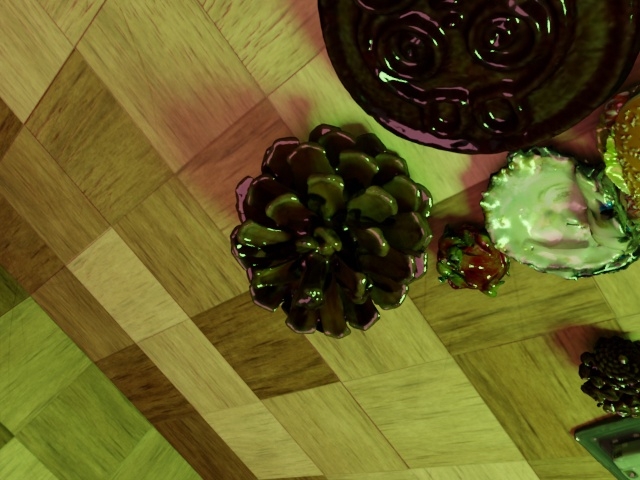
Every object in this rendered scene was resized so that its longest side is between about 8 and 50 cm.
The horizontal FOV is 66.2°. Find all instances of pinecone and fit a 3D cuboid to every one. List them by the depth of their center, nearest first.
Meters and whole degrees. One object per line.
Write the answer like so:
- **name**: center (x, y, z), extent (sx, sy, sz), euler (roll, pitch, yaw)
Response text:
- **pinecone**: center (0.000, 0.000, 0.817), extent (0.384, 0.384, 0.385), euler (14, 127, 20)
- **pinecone**: center (0.520, 0.240, 0.846), extent (0.140, 0.140, 0.121), euler (12, 137, 21)

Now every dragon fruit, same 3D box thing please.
- **dragon fruit**: center (0.257, 0.037, 0.876), extent (0.142, 0.175, 0.138), euler (55, 126, 27)

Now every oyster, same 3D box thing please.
- **oyster**: center (0.381, -0.037, 0.763), extent (0.259, 0.092, 0.198), euler (28, 132, 17)

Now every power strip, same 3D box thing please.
- **power strip**: center (0.668, 0.437, 0.929), extent (0.251, 0.092, 0.257), euler (37, 135, -4)

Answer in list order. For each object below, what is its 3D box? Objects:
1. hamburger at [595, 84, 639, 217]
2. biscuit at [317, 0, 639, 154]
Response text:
- **hamburger**: center (0.455, -0.112, 0.627), extent (0.173, 0.116, 0.210), euler (13, 139, 55)
- **biscuit**: center (0.182, -0.263, 0.624), extent (0.407, 0.091, 0.407), euler (18, 150, 11)
